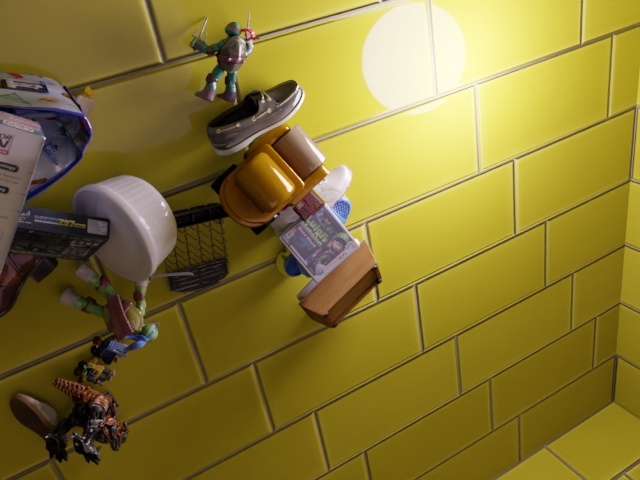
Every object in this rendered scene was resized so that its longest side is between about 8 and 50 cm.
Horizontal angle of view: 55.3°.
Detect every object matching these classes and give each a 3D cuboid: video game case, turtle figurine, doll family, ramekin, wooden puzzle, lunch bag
[{"bbox_3d":[-0.003,0.004,1.824,0.173,0.022,0.190,-41,107,-5],"label":"video game case"},{"bbox_3d":[-0.246,-0.477,1.571,0.175,0.118,0.234,3,115,-32],"label":"turtle figurine"},{"bbox_3d":[-0.627,0.338,1.736,0.111,0.076,0.193,33,88,-32],"label":"doll family"},{"bbox_3d":[-0.542,0.164,1.664,0.266,0.274,0.198,33,135,-9],"label":"turtle figurine"},{"bbox_3d":[-0.482,-0.041,1.537,0.127,0.273,0.272,-44,132,-41],"label":"ramekin"},{"bbox_3d":[-0.582,-0.317,1.478,0.014,0.078,0.116,30,89,8],"label":"wooden puzzle"},{"bbox_3d":[-0.695,-0.212,1.291,0.385,0.328,0.239,-30,128,-15],"label":"lunch bag"}]

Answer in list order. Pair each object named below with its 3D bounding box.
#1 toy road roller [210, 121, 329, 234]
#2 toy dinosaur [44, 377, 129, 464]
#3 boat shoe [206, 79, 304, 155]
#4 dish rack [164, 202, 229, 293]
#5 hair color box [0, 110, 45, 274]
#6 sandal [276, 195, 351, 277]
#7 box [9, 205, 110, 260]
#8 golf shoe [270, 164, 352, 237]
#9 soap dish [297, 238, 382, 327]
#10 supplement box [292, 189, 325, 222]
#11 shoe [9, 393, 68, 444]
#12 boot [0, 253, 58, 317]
[{"bbox_3d":[-0.125,-0.176,1.661,0.329,0.240,0.202,-44,99,-11],"label":"toy road roller"},{"bbox_3d":[-0.667,0.507,1.734,0.164,0.218,0.322,-25,120,33],"label":"toy dinosaur"},{"bbox_3d":[-0.173,-0.349,1.654,0.305,0.109,0.091,-38,140,-14],"label":"boat shoe"},{"bbox_3d":[-0.355,0.029,1.753,0.208,0.074,0.271,-15,118,-24],"label":"dish rack"},{"bbox_3d":[-0.647,-0.071,1.116,0.174,0.105,0.347,16,107,-35],"label":"hair color box"},{"bbox_3d":[0.000,0.000,1.912,0.126,0.138,0.317,33,91,-34],"label":"sandal"},{"bbox_3d":[-0.639,-0.014,1.436,0.233,0.183,0.059,10,65,-35],"label":"box"},{"bbox_3d":[-0.038,-0.138,1.844,0.306,0.115,0.140,-43,123,-9],"label":"golf shoe"},{"bbox_3d":[0.072,0.148,1.977,0.291,0.118,0.229,-43,158,-6],"label":"soap dish"},{"bbox_3d":[-0.032,-0.100,1.770,0.083,0.043,0.055,-42,83,-5],"label":"supplement box"},{"bbox_3d":[-0.790,0.500,1.725,0.077,0.058,0.219,-19,121,15],"label":"shoe"},{"bbox_3d":[-0.826,0.044,1.468,0.264,0.096,0.280,-41,125,-8],"label":"boot"}]
